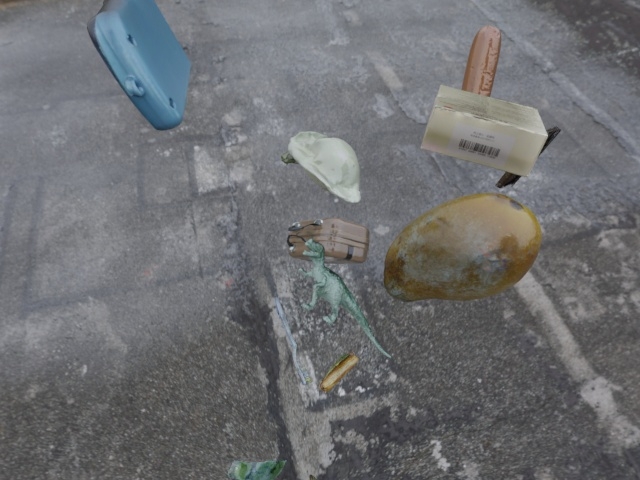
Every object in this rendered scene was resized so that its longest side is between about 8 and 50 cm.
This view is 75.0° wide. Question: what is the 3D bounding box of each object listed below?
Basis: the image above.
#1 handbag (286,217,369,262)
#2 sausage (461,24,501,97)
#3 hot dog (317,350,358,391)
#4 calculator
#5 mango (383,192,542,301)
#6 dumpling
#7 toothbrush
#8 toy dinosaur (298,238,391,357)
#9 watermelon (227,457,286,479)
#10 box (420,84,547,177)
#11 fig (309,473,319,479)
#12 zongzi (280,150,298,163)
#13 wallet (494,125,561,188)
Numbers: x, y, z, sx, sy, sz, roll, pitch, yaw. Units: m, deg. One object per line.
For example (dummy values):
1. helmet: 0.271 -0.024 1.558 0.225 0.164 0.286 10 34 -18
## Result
1. handbag: 0.000 0.000 1.538 0.283 0.301 0.149 18 78 -38
2. sausage: 0.450 -0.451 1.191 0.086 0.289 0.086 5 18 -2
3. hot dog: 0.041 0.318 1.021 0.133 0.056 0.041 -35 70 -32
4. calculator: -0.261 -0.285 0.635 0.051 0.173 0.293 -21 43 6
5. mango: 0.242 0.028 0.775 0.193 0.316 0.146 52 41 -9
6. dumpling: 0.009 -0.188 1.049 0.179 0.131 0.252 13 47 -41
7. toothbrush: -0.116 0.364 1.578 0.042 0.035 0.413 -16 46 -14
8. toy dinosaur: 0.033 0.177 1.066 0.129 0.076 0.383 -32 107 -7
9. watermelon: -0.205 0.700 1.270 0.187 0.139 0.071 18 64 -32
10. box: 0.325 -0.226 0.844 0.212 0.095 0.168 18 35 8
11. fig: -0.008 0.710 1.145 0.103 0.109 0.155 -19 91 -43
12. zongzi: -0.105 -0.336 1.779 0.109 0.119 0.055 -41 31 -20
13. wallet: 0.721 -0.283 1.448 0.132 0.243 0.039 -18 59 -39
